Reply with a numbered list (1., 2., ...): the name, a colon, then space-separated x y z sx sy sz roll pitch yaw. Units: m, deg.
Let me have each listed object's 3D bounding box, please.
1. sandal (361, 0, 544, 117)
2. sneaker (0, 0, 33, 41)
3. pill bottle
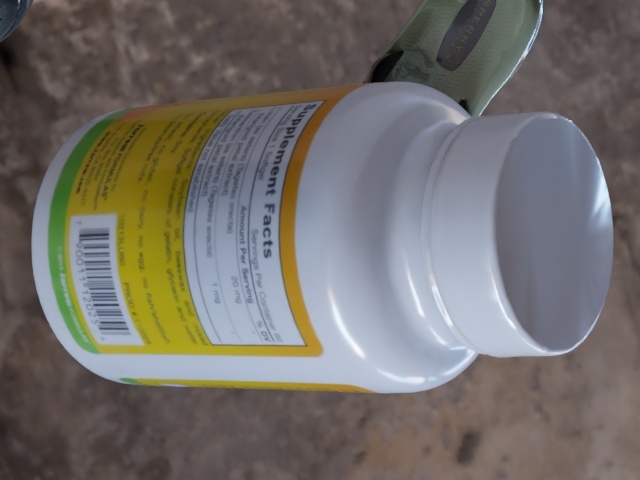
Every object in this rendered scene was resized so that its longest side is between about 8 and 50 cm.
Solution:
1. sandal: 0.066 -0.094 1.351 0.120 0.303 0.086 30 -167 18
2. sneaker: -0.255 -0.117 0.672 0.106 0.281 0.162 -50 -157 38
3. pill bottle: 0.000 0.000 0.779 0.245 0.136 0.136 -2 -148 37
